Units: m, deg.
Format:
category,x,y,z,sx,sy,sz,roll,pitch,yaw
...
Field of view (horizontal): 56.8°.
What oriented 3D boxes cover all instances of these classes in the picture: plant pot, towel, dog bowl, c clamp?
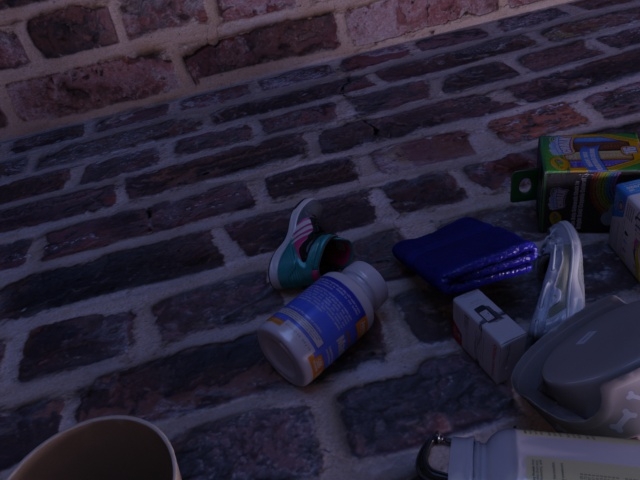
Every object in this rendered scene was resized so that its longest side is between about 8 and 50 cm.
category,x,y,z,sx,sy,sz,roll,pitch,yaw
plant pot,-0.289,0.439,0.840,0.256,0.274,0.257,-7,37,5
towel,0.309,0.035,1.307,0.227,0.076,0.308,-21,14,-6
dog bowl,0.482,0.186,0.938,0.348,0.102,0.349,-33,-2,-1
c clamp,0.247,0.366,1.005,0.160,0.022,0.137,5,45,19

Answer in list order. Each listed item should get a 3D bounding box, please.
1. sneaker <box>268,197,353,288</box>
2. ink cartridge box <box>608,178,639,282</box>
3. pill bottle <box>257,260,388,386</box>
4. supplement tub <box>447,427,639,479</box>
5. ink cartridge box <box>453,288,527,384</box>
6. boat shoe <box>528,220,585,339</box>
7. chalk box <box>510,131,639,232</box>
category,x,y,z,sx,sy,sz,roll,pitch,yaw
sneaker,0.000,0.000,1.465,0.178,0.124,0.296,0,46,23
ink cartridge box,0.740,-0.005,1.228,0.168,0.171,0.233,-10,36,2
pill bottle,0.015,0.161,1.229,0.272,0.152,0.152,-36,43,-29
supplement tub,0.337,0.377,0.780,0.324,0.236,0.235,0,38,16
ink cartridge box,0.324,0.184,1.146,0.063,0.109,0.150,-20,37,-16
boat shoe,0.490,0.078,1.240,0.103,0.118,0.321,2,47,18
chalk box,0.613,-0.140,1.437,0.288,0.180,0.179,2,39,16
